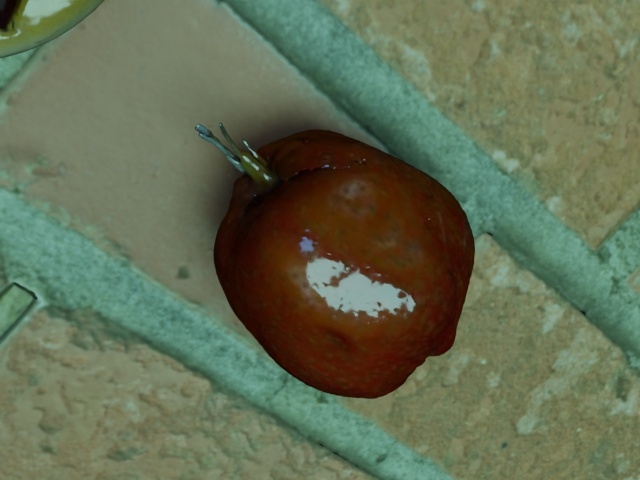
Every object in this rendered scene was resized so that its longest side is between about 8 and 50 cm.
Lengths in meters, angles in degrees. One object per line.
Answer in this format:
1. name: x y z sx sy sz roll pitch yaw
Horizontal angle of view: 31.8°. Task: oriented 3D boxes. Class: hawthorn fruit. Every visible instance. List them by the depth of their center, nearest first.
1. hawthorn fruit: 0.000 0.000 0.943 0.211 0.211 0.299 -45 114 7

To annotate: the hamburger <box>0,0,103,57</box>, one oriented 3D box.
1. hamburger: -0.241 -0.261 0.722 0.301 0.170 0.302 -11 125 -17
